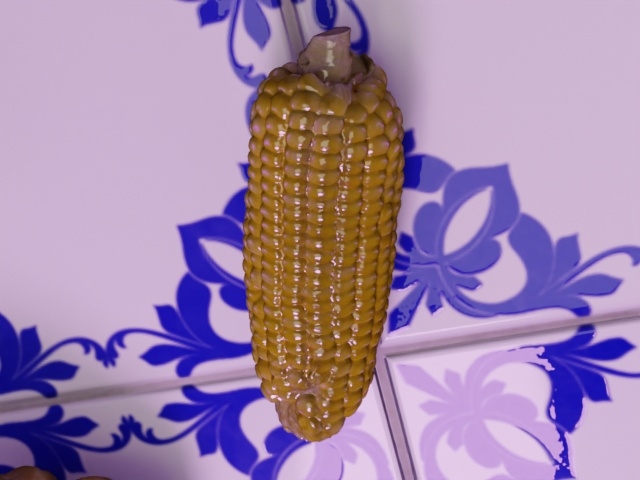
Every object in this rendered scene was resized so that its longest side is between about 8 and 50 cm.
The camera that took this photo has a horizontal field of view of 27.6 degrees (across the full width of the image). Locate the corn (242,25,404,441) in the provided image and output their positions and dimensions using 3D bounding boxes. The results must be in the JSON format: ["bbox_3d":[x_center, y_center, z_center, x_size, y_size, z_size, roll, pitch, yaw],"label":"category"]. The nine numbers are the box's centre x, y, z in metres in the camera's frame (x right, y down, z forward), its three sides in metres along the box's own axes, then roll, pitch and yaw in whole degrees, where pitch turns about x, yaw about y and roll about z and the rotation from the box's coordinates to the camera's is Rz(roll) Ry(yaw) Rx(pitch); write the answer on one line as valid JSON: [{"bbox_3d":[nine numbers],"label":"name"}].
[{"bbox_3d":[0.000,0.000,1.051,0.130,0.130,0.347,6,111,10],"label":"corn"}]

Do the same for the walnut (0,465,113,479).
[{"bbox_3d":[-0.274,0.337,1.165,0.296,0.285,0.285,9,117,-31],"label":"walnut"}]
